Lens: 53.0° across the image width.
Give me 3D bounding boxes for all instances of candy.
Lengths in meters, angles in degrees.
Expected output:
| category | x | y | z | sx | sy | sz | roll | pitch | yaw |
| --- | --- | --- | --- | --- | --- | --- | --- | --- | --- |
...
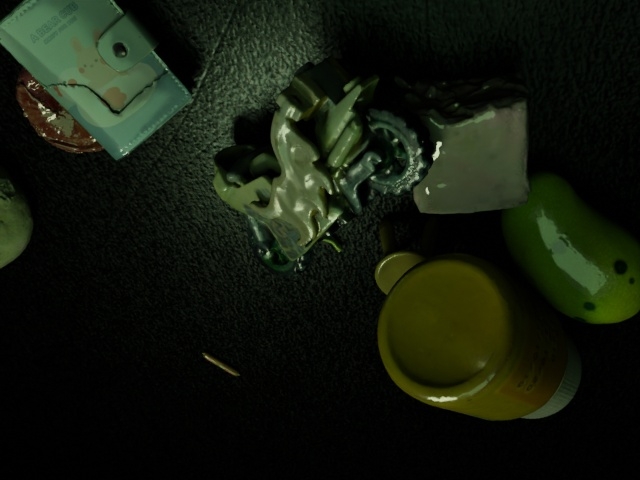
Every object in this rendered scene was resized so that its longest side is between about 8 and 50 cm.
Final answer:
| category | x | y | z | sx | sy | sz | roll | pitch | yaw |
| --- | --- | --- | --- | --- | --- | --- | --- | --- | --- |
| candy | 0.206 | -0.141 | 0.930 | 0.184 | 0.137 | 0.195 | -2 | 130 | 13 |

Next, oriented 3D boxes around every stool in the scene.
| category | x | y | z | sx | sy | sz | roll | pitch | yaw |
| --- | --- | --- | --- | --- | --- | --- | --- | --- | --- |
| stool | 0.151 | 0.030 | 1.091 | 0.134 | 0.110 | 0.135 | 34 | 127 | -15 |

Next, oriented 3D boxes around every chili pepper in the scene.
| category | x | y | z | sx | sy | sz | roll | pitch | yaw |
| --- | --- | --- | --- | --- | --- | --- | --- | --- | --- |
| chili pepper | 0.000 | -0.001 | 1.157 | 0.083 | 0.017 | 0.030 | 11 | 138 | 4 |

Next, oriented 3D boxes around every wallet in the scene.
| category | x | y | z | sx | sy | sz | roll | pitch | yaw |
| --- | --- | --- | --- | --- | --- | --- | --- | --- | --- |
| wallet | -0.325 | -0.262 | 0.942 | 0.176 | 0.075 | 0.250 | -38 | 116 | 6 |

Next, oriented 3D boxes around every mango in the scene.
| category | x | y | z | sx | sy | sz | roll | pitch | yaw |
| --- | --- | --- | --- | --- | --- | --- | --- | --- | --- |
| mango | 0.399 | 0.016 | 1.019 | 0.175 | 0.143 | 0.293 | -37 | 104 | 30 |

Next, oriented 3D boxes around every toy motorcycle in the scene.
| category | x | y | z | sx | sy | sz | roll | pitch | yaw |
| --- | --- | --- | --- | --- | --- | --- | --- | --- | --- |
| toy motorcycle | -0.022 | -0.100 | 0.957 | 0.237 | 0.169 | 0.410 | 49 | 135 | -4 |

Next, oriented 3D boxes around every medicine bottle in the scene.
| category | x | y | z | sx | sy | sz | roll | pitch | yaw |
| --- | --- | --- | --- | --- | --- | --- | --- | --- | --- |
| medicine bottle | 0.275 | 0.174 | 1.032 | 0.224 | 0.224 | 0.384 | -26 | 148 | 27 |

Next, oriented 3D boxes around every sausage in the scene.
| category | x | y | z | sx | sy | sz | roll | pitch | yaw |
| --- | --- | --- | --- | --- | --- | --- | --- | --- | --- |
| sausage | -0.219 | 0.273 | 1.416 | 0.100 | 0.015 | 0.015 | 36 | 126 | -17 |

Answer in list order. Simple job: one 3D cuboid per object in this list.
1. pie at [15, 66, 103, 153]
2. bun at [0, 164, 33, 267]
| category | x | y | z | sx | sy | sz | roll | pitch | yaw |
| --- | --- | --- | --- | --- | --- | --- | --- | --- | --- |
| pie | -0.396 | -0.225 | 1.030 | 0.182 | 0.049 | 0.182 | 3 | 125 | 4 |
| bun | -0.676 | -0.036 | 1.153 | 0.283 | 0.179 | 0.283 | 6 | 132 | 7 |
